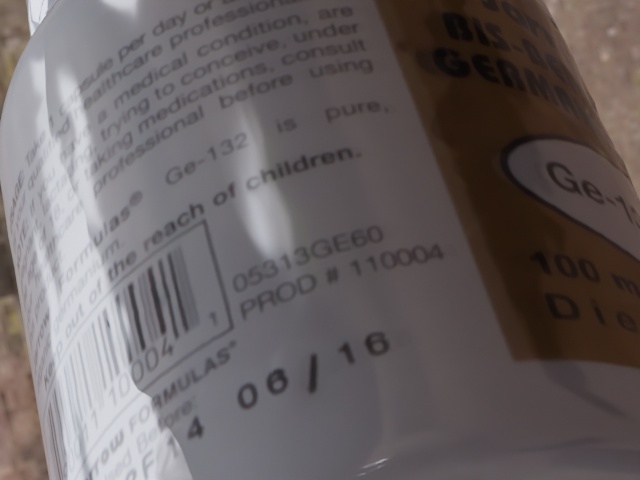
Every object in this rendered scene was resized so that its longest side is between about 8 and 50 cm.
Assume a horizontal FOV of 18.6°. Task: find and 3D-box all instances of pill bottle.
[{"bbox_3d":[0.000,0.000,0.418,0.131,0.131,0.229,89,168,-47],"label":"pill bottle"}]
